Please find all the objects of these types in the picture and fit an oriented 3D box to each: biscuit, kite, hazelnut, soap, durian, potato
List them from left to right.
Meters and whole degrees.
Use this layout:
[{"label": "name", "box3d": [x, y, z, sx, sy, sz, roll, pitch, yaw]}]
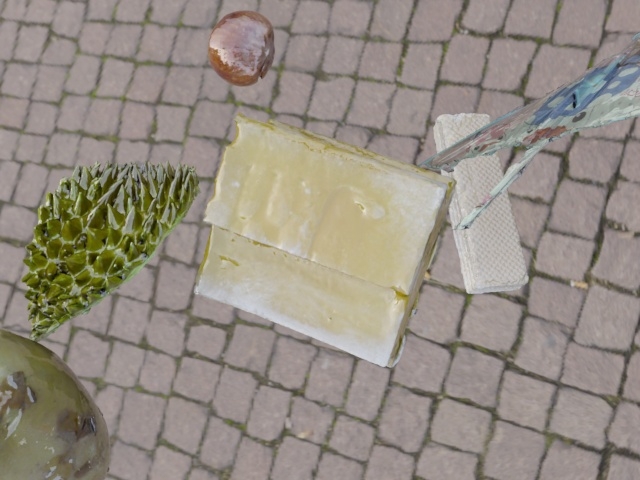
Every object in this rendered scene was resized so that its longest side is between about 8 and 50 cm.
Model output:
[{"label": "potato", "box3d": [-0.323, 0.194, 0.851, 0.165, 0.262, 0.165, -19, 42, 19]}, {"label": "durian", "box3d": [-0.259, -0.007, 1.109, 0.163, 0.394, 0.198, 13, 120, 10]}, {"label": "hazelnut", "box3d": [-0.157, -0.393, 1.647, 0.143, 0.143, 0.154, 22, 89, 25]}, {"label": "soap", "box3d": [0.000, 0.000, 1.023, 0.281, 0.143, 0.259, 18, 97, 13]}, {"label": "biscuit", "box3d": [0.359, -0.091, 1.843, 0.144, 0.078, 0.426, -3, 72, -17]}, {"label": "kite", "box3d": [0.244, -0.120, 0.814, 0.368, 0.406, 0.014, -43, 107, -26]}]
